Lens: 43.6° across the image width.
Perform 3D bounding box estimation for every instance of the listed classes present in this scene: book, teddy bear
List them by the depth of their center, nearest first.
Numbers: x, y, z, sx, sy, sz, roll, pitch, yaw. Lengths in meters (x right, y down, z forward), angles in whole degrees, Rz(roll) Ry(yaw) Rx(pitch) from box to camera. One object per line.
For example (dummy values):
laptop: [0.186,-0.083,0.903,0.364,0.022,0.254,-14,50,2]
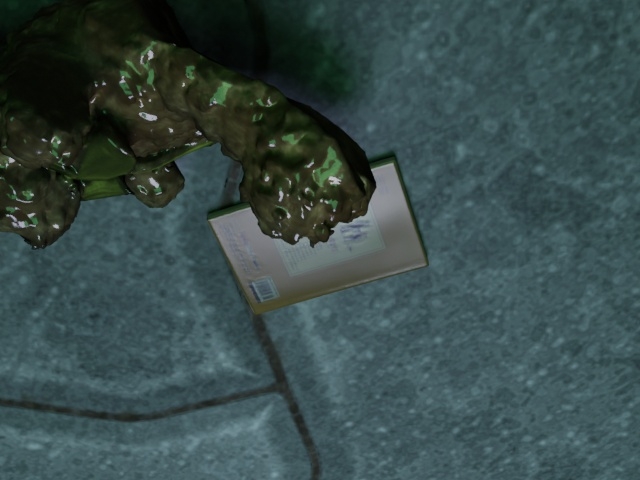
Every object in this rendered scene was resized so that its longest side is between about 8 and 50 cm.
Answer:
teddy bear: [-0.134,-0.055,0.541,0.296,0.246,0.222,41,97,5]
book: [0.000,0.000,0.713,0.172,0.012,0.118,-16,124,9]
